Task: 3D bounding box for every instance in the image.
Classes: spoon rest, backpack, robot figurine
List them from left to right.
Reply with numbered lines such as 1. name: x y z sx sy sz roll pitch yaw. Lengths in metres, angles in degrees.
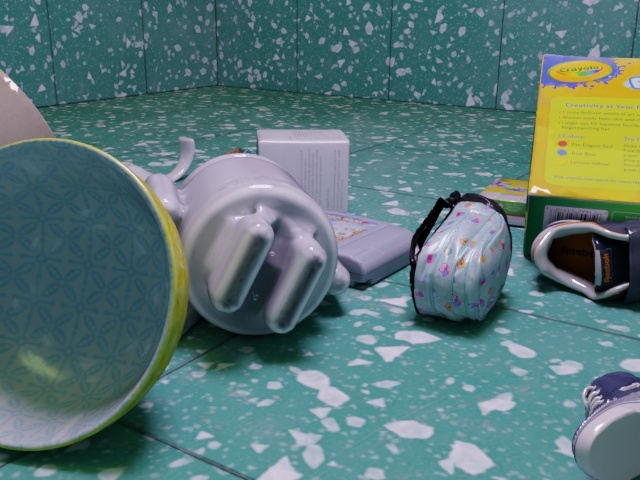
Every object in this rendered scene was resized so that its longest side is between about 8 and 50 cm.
1. spoon rest: -0.402 -0.152 1.663 0.137 0.084 0.276 16 37 42
2. robot figurine: -0.097 -0.004 0.978 0.299 0.200 0.353 28 9 -22
3. backpack: 0.194 0.030 0.986 0.115 0.152 0.182 2 28 35

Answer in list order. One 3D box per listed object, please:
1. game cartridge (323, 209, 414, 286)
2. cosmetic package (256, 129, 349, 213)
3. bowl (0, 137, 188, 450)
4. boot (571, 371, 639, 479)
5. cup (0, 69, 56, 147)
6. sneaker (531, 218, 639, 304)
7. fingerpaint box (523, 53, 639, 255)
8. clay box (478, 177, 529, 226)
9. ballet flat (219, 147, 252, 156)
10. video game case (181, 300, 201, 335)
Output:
1. game cartridge: 0.000 0.000 1.214 0.297 0.062 0.198 13 26 33
2. cosmetic package: -0.040 -0.143 1.492 0.183 0.151 0.151 0 18 -5
3. bowl: -0.252 0.055 0.744 0.289 0.290 0.156 5 -5 12
4. boot: 0.276 0.171 0.687 0.190 0.069 0.086 -3 9 -37
5. cup: -0.661 -0.147 1.307 0.331 0.331 0.237 14 49 35
6. sneaker: 0.460 0.028 1.029 0.321 0.126 0.127 -1 10 30
7. fingerpaint box: 0.584 -0.135 1.224 0.444 0.163 0.371 5 51 15
8. clay box: 0.401 -0.082 1.478 0.127 0.053 0.222 9 18 25
9. ballet flat: -0.212 -0.125 1.528 0.124 0.116 0.342 -19 17 5
10. video game case: -0.288 0.109 0.907 0.226 0.026 0.206 6 18 13
